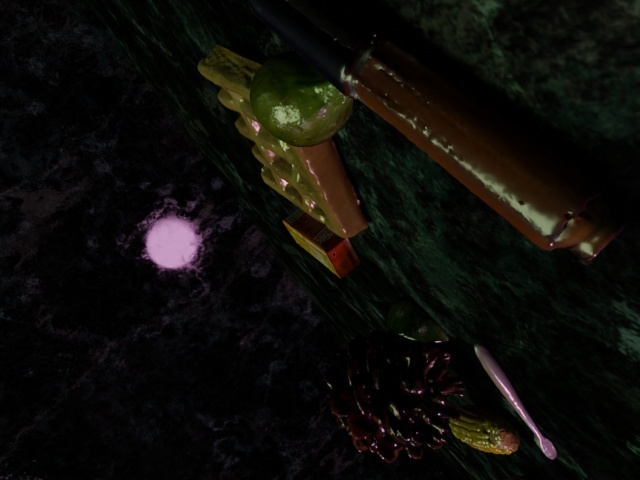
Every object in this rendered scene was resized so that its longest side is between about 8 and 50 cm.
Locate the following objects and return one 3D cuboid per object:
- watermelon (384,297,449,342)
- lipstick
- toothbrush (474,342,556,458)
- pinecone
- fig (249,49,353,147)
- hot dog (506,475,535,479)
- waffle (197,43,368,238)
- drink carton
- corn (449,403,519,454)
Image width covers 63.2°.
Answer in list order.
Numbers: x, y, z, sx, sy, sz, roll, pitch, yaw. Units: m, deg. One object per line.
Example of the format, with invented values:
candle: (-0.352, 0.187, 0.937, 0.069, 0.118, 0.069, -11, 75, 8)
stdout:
watermelon: (0.189, 0.184, 1.141, 0.092, 0.075, 0.181, 51, 169, -25)
lipstick: (0.083, -0.133, 0.476, 0.418, 0.077, 0.077, 45, 169, 22)
toothbrush: (0.358, 0.297, 0.959, 0.307, 0.025, 0.029, 53, 177, -18)
pinecone: (0.169, 0.328, 1.151, 0.242, 0.295, 0.298, 61, -157, -46)
fig: (-0.013, -0.181, 0.628, 0.123, 0.123, 0.156, 52, 153, -10)
hot dog: (0.568, 0.756, 1.252, 0.365, 0.196, 0.367, 39, 158, 49)
waffle: (-0.062, -0.175, 0.944, 0.304, 0.077, 0.348, 39, 165, 42)
drink carton: (0.000, 0.000, 1.311, 0.223, 0.071, 0.096, 36, 162, 50)
corn: (0.368, 0.431, 1.188, 0.097, 0.097, 0.262, 49, 169, 4)
